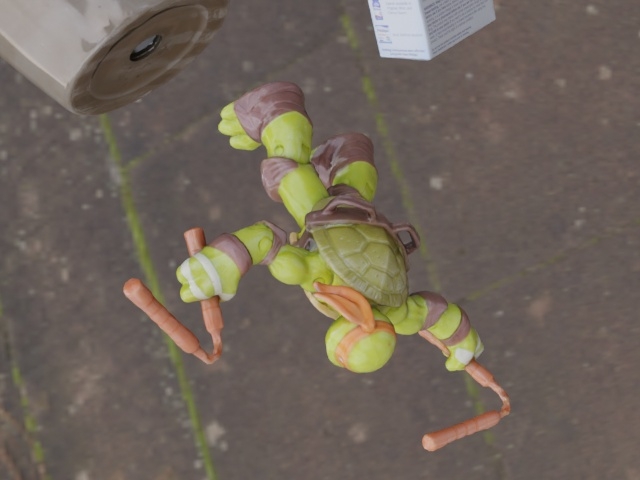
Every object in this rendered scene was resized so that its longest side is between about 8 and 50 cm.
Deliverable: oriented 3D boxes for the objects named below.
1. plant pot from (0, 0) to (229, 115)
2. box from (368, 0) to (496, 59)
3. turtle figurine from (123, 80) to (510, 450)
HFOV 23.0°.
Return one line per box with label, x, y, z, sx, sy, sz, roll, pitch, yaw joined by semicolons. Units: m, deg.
plant pot;-0.242;-0.285;1.507;0.323;0.323;0.280;-45;75;32
box;0.114;-0.279;1.682;0.072;0.126;0.137;9;122;41
turtle figurine;0.000;0.000;0.924;0.087;0.269;0.217;-52;37;31
